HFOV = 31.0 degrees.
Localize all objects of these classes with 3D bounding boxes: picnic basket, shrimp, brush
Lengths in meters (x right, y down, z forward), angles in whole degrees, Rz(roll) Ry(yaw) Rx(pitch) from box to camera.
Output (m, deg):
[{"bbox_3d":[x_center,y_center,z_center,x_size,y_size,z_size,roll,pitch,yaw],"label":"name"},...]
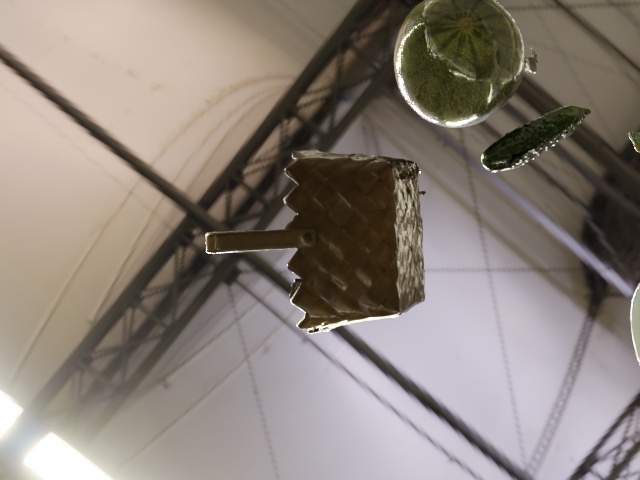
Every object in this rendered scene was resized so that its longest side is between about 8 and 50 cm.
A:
[{"bbox_3d":[0.000,0.000,1.850,0.254,0.321,0.291,-12,-80,-75],"label":"picnic basket"},{"bbox_3d":[0.450,-0.383,2.497,0.029,0.038,0.092,52,-152,-20],"label":"shrimp"},{"bbox_3d":[0.732,-0.158,2.481,0.083,0.011,0.205,-2,-128,-17],"label":"brush"}]

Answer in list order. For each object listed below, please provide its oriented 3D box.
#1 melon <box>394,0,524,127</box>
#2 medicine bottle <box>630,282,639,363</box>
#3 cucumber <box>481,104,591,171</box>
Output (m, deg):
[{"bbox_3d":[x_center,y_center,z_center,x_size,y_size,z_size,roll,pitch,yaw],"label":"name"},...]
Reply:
[{"bbox_3d":[0.251,-0.329,2.093,0.237,0.237,0.302,50,177,12],"label":"melon"},{"bbox_3d":[0.651,0.142,1.795,0.240,0.252,0.252,-16,-120,-14],"label":"medicine bottle"},{"bbox_3d":[0.399,-0.191,2.133,0.227,0.069,0.069,-28,-112,-7],"label":"cucumber"}]
